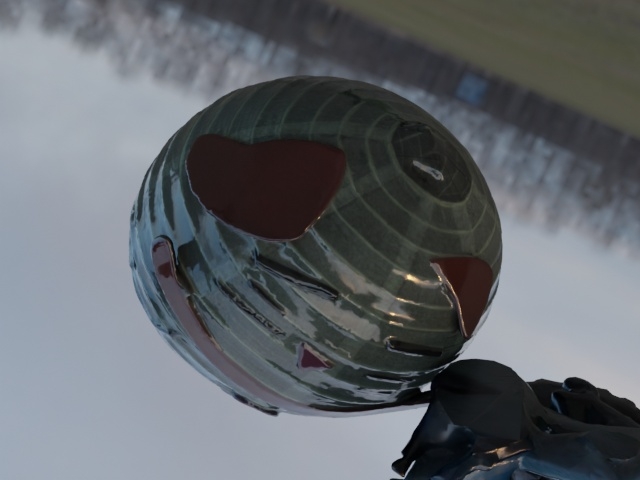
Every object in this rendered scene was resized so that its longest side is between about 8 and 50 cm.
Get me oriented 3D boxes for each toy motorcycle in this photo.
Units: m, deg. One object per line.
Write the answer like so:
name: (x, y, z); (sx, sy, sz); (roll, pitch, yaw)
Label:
toy motorcycle: (0.144, 0.191, 1.147); (0.232, 0.172, 0.416); (17, -155, 25)

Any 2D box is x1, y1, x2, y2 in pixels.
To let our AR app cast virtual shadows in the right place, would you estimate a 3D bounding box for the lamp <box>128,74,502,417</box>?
lamp: (0.000, 0.000, 1.219); (0.265, 0.233, 0.233); (20, -173, -31)
